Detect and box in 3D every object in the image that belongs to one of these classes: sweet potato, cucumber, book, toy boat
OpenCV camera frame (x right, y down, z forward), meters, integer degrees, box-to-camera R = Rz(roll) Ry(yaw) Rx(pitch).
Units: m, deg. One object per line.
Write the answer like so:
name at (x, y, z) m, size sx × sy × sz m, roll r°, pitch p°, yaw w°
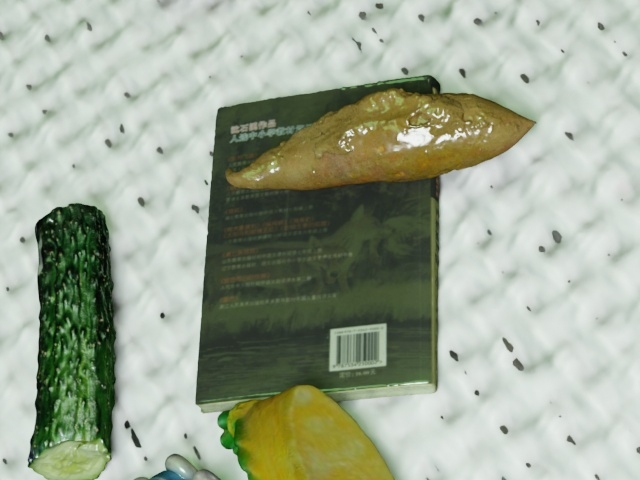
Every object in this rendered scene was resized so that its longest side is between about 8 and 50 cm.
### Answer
sweet potato at (0.036, -0.064, 1.176) m, size 0.205 × 0.068 × 0.060 m, roll -15°, pitch 34°, yaw 15°
cucumber at (-0.162, 0.064, 1.215) m, size 0.058 × 0.058 × 0.187 m, roll -12°, pitch 60°, yaw 15°
book at (0.000, 0.000, 1.203) m, size 0.160 × 0.024 × 0.228 m, roll -7°, pitch 60°, yaw 16°
toy boat at (0.001, 0.174, 1.081) m, size 0.088 × 0.089 × 0.229 m, roll -56°, pitch 47°, yaw 32°

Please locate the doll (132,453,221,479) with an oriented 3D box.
doll at (-0.117, 0.199, 1.107) m, size 0.152 × 0.085 × 0.114 m, roll -45°, pitch 32°, yaw -17°
